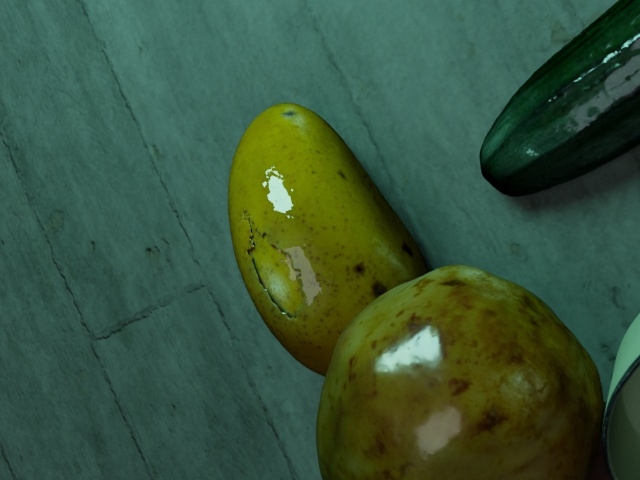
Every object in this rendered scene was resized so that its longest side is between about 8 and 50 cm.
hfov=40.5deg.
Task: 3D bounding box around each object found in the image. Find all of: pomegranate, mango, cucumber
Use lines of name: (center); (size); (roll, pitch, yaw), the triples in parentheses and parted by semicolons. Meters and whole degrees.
pomegranate: (0.106, 0.142, 0.688); (0.248, 0.248, 0.248); (7, 104, 30)
mango: (0.000, 0.000, 0.832); (0.160, 0.191, 0.290); (-28, 81, 25)
cucumber: (0.232, -0.118, 0.737); (0.244, 0.063, 0.115); (-43, 77, 32)

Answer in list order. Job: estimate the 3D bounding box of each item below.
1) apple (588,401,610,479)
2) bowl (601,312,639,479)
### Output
apple: (0.255, 0.222, 0.758); (0.153, 0.120, 0.153); (7, 104, 29)
bowl: (0.321, 0.111, 0.640); (0.237, 0.126, 0.238); (4, 117, 7)
